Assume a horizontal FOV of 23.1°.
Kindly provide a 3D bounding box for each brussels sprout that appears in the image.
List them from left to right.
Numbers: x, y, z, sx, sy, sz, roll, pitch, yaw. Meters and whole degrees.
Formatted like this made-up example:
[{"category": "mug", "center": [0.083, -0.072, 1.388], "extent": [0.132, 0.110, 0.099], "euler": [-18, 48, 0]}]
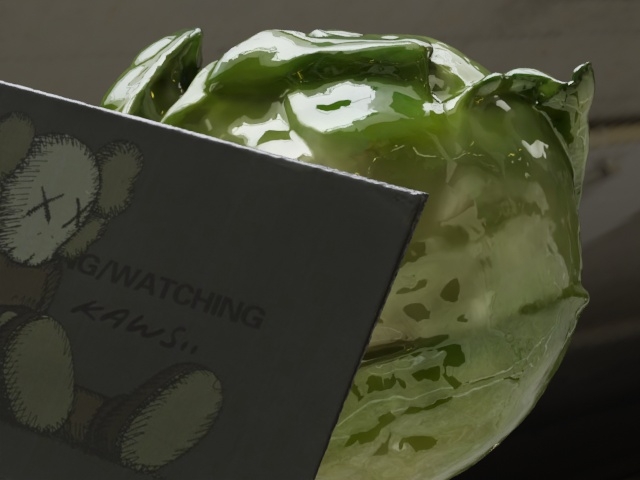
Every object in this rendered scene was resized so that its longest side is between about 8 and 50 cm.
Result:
[{"category": "brussels sprout", "center": [-0.001, 0.002, 0.759], "extent": [0.259, 0.227, 0.294], "euler": [1, 29, 44]}]

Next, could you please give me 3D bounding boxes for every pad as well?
[{"category": "pad", "center": [-0.074, 0.019, 0.501], "extent": [0.190, 0.127, 0.004], "euler": [16, -15, 22]}]
